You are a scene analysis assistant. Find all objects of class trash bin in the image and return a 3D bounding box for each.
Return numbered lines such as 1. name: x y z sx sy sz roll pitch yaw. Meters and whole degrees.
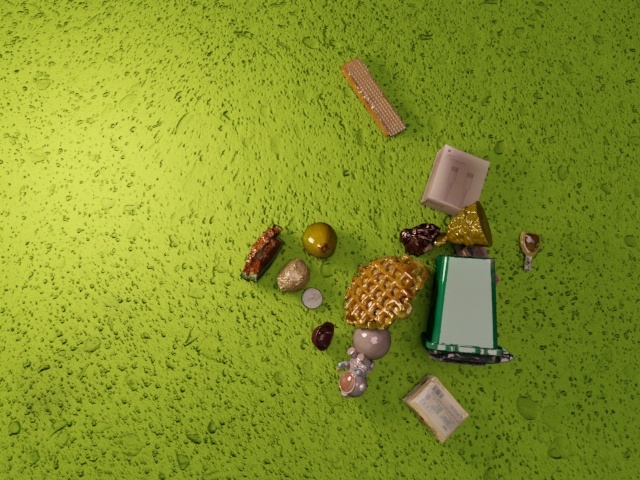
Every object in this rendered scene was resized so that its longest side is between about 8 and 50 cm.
1. trash bin: 0.531 0.243 1.539 0.295 0.259 0.381 4 89 8

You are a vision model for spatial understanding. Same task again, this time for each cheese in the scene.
1. cheese: 0.867 0.046 1.771 0.086 0.036 0.162 12 78 -4

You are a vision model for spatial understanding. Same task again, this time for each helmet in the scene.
1. helmet: 0.000 0.354 1.600 0.089 0.057 0.111 37 69 -36

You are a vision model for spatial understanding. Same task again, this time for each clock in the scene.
1. clock: -0.032 0.222 1.638 0.085 0.017 0.085 1 80 -7

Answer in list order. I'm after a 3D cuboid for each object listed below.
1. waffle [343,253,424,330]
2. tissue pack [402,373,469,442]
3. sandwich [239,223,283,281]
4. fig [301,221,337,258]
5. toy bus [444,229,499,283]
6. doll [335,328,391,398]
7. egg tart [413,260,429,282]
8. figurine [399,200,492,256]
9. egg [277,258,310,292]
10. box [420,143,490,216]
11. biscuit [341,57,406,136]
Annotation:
1. waffle: 0.221 0.187 1.549 0.068 0.325 0.302 41 49 -35
2. tissue pack: 0.429 0.623 1.588 0.148 0.092 0.196 -40 86 -12
3. sandwich: -0.203 0.040 1.586 0.079 0.159 0.235 31 58 4
4. fig: 0.000 0.002 1.633 0.136 0.121 0.153 -29 62 -6
5. toy bus: 0.604 0.066 1.708 0.112 0.090 0.274 -20 83 -12
6. doll: 0.156 0.445 1.569 0.151 0.151 0.287 25 85 -2
7. egg tart: 0.329 0.153 1.635 0.191 0.191 0.074 -29 116 -11
8. figurine: 0.471 -0.018 1.629 0.315 0.168 0.187 -19 63 30
9. egg: -0.100 0.134 1.595 0.140 0.116 0.118 -42 60 -16
10. box: 0.552 -0.235 1.749 0.203 0.106 0.251 22 77 -1
11. biscuit: 0.223 -0.601 1.794 0.094 0.054 0.378 -32 85 -12
